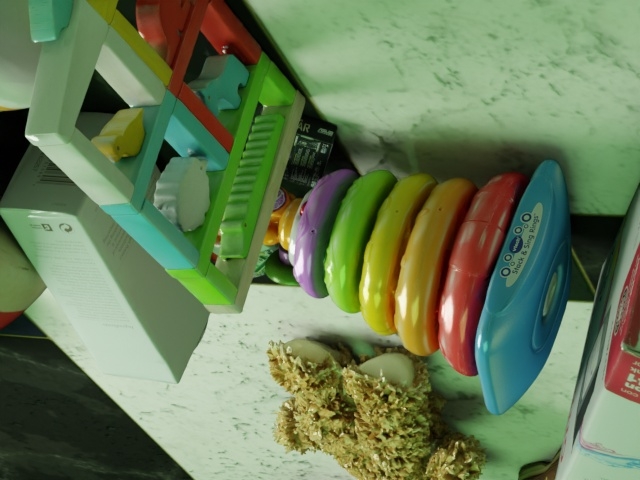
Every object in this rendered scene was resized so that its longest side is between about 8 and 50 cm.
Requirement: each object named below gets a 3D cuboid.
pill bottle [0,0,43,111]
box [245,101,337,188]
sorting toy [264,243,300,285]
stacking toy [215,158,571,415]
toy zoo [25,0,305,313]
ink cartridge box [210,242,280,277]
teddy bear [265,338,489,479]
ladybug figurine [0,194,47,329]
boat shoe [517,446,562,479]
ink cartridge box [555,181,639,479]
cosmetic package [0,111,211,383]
[{"bbox_3d":[-0.309,-0.164,1.418,0.278,0.162,0.162,-2,149,33],"label":"pill bottle"},{"bbox_3d":[-0.025,-0.074,1.595,0.067,0.018,0.083,16,154,0],"label":"box"},{"bbox_3d":[0.000,0.000,1.685,0.102,0.061,0.042,-13,126,-17],"label":"sorting toy"},{"bbox_3d":[0.039,0.002,1.567,0.302,0.175,0.165,16,157,17],"label":"stacking toy"},{"bbox_3d":[-0.112,-0.100,1.397,0.030,0.192,0.293,-2,149,31],"label":"toy zoo"},{"bbox_3d":[-0.075,0.007,1.773,0.063,0.029,0.115,33,149,-30],"label":"ink cartridge box"},{"bbox_3d":[0.058,0.203,1.995,0.245,0.113,0.338,14,154,10],"label":"teddy bear"},{"bbox_3d":[-0.410,-0.009,1.662,0.305,0.162,0.449,29,-177,41],"label":"ladybug figurine"},{"bbox_3d":[0.254,0.253,2.035,0.064,0.060,0.178,24,153,-15],"label":"boat shoe"},{"bbox_3d":[0.271,0.059,1.454,0.131,0.226,0.306,15,153,3],"label":"ink cartridge box"},{"bbox_3d":[-0.174,0.008,1.697,0.086,0.117,0.231,5,141,26],"label":"cosmetic package"}]
